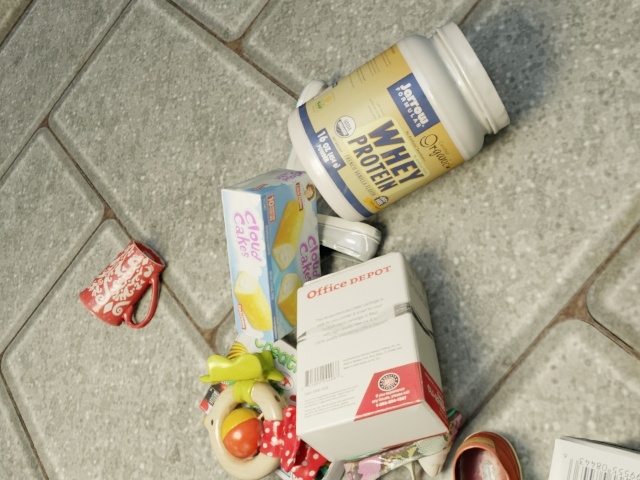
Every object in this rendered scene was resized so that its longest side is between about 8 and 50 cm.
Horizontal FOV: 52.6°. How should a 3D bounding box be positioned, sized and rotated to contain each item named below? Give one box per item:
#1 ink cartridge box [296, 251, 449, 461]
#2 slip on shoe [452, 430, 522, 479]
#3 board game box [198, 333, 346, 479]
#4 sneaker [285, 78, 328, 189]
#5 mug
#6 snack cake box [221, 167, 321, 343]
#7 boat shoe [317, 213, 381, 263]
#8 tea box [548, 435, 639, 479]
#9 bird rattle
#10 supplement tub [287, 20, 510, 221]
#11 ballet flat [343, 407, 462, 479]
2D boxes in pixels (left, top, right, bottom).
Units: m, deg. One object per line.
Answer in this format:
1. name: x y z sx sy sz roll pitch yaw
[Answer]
1. ink cartridge box: 0.072 0.175 1.007 0.197 0.114 0.273 -21 44 19
2. slip on shoe: 0.236 0.427 0.870 0.123 0.101 0.331 -15 66 26
3. board game box: -0.064 0.290 1.144 0.305 0.053 0.193 26 87 37
4. sneaker: -0.001 -0.208 1.281 0.092 0.087 0.228 4 81 26
5. mug: -0.418 0.100 1.432 0.169 0.150 0.113 -49 17 2
6. snack cake box: -0.077 0.022 1.118 0.089 0.152 0.264 11 115 35
7. boat shoe: 0.001 0.000 1.196 0.227 0.079 0.081 9 73 32
8. tea box: 0.416 0.346 0.644 0.329 0.323 0.220 7 77 34
9. bird rattle: -0.099 0.306 1.080 0.253 0.143 0.207 48 113 22
10. supplement tub: 0.130 -0.198 1.088 0.316 0.228 0.228 -30 58 15
11. ballet flat: 0.136 0.333 0.995 0.221 0.077 0.079 -33 76 24
